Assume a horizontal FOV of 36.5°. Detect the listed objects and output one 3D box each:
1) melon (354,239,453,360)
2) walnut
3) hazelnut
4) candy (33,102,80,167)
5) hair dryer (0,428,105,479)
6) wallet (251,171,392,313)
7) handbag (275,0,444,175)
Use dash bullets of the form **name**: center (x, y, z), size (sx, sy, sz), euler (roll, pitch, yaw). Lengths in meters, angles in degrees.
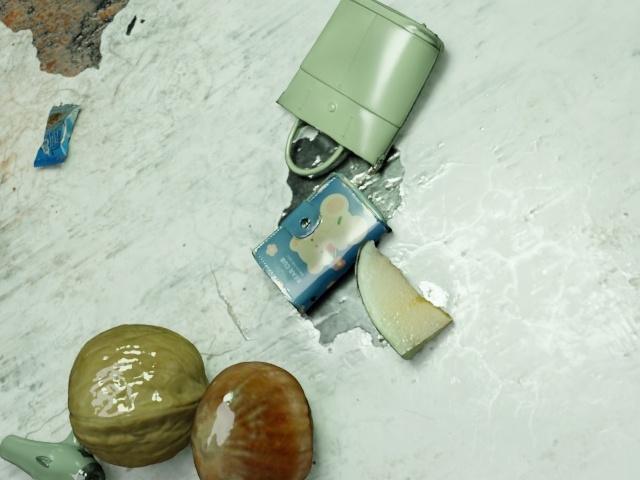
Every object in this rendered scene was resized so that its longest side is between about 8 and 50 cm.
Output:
- **melon**: center (0.103, 0.088, 1.468), size (0.098, 0.054, 0.182), euler (-43, 72, -5)
- **walnut**: center (-0.281, 0.240, 1.512), size (0.228, 0.228, 0.228), euler (-8, 70, 22)
- **hazelnut**: center (-0.105, 0.282, 1.423), size (0.176, 0.214, 0.214), euler (-14, 67, 33)
- **candy**: center (-0.501, -0.204, 1.857), size (0.088, 0.038, 0.136), euler (-7, 63, 36)
- **hair dryer**: center (-0.440, 0.309, 1.649), size (0.229, 0.092, 0.267), euler (-9, 55, 27)
- **wallet**: center (0.001, 0.000, 1.552), size (0.202, 0.059, 0.141), euler (-44, 67, 6)
- **handbag**: center (0.051, -0.241, 1.615), size (0.241, 0.109, 0.315), euler (36, 103, 30)
